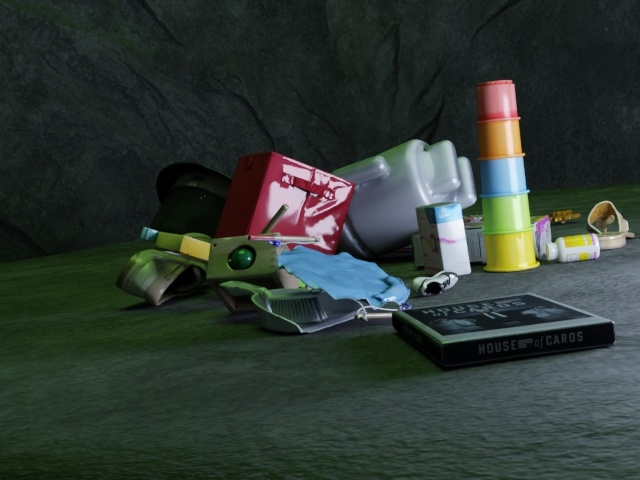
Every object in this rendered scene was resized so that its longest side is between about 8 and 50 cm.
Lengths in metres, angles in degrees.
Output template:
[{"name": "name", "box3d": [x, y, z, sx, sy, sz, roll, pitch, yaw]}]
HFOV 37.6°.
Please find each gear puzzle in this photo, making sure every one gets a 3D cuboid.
[{"name": "gear puzzle", "box3d": [0.468, -0.051, 2.322, 0.338, 0.044, 0.175, -6, 5, 14]}]

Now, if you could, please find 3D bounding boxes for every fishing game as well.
[{"name": "fishing game", "box3d": [0.027, 0.054, 1.272, 0.189, 0.041, 0.264, 0, 23, -44]}]

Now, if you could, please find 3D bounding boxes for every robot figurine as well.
[{"name": "robot figurine", "box3d": [0.145, -0.080, 1.961, 0.353, 0.200, 0.300, -22, -40, 26]}]

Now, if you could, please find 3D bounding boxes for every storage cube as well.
[{"name": "storage cube", "box3d": [-0.074, -0.045, 1.784, 0.183, 0.193, 0.215, 19, -5, -23]}]

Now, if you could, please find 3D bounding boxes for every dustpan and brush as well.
[{"name": "dustpan and brush", "box3d": [-0.061, 0.085, 1.309, 0.211, 0.060, 0.147, -3, 6, 38]}]

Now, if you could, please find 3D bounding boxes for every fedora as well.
[{"name": "fedora", "box3d": [-0.250, -0.014, 2.037, 0.334, 0.334, 0.152, -2, 42, 46]}]

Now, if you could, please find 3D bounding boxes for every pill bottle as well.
[{"name": "pill bottle", "box3d": [0.424, 0.014, 1.583, 0.083, 0.044, 0.043, -6, 5, 3]}]

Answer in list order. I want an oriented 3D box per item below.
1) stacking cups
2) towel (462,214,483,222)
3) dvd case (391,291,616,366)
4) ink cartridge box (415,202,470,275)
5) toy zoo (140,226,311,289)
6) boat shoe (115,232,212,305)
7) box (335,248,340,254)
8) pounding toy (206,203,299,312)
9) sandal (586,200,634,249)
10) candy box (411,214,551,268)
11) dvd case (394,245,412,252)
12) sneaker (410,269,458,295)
[{"name": "stacking cups", "box3d": [0.304, -0.108, 1.576, 0.095, 0.317, 0.096, -7, 7, 1]}, {"name": "towel", "box3d": [0.384, -0.050, 2.579, 0.196, 0.029, 0.144, -4, 5, 4]}, {"name": "dvd case", "box3d": [0.189, 0.094, 1.034, 0.179, 0.030, 0.238, -7, 5, -7]}, {"name": "ink cartridge box", "box3d": [0.210, -0.001, 1.609, 0.052, 0.123, 0.088, -12, 5, -15]}, {"name": "toy zoo", "box3d": [-0.172, 0.031, 1.633, 0.293, 0.030, 0.192, 17, -6, -23]}, {"name": "boat shoe", "box3d": [-0.262, 0.061, 1.762, 0.098, 0.109, 0.302, 34, 17, 13]}, {"name": "box", "box3d": [0.000, 0.000, 2.298, 0.232, 0.059, 0.183, -2, 5, 40]}, {"name": "pounding toy", "box3d": [-0.094, 0.029, 1.415, 0.130, 0.100, 0.141, -6, -33, 15]}, {"name": "sandal", "box3d": [0.550, -0.036, 1.792, 0.088, 0.079, 0.240, -5, 5, 19]}, {"name": "candy box", "box3d": [0.302, 0.002, 1.751, 0.233, 0.071, 0.159, -5, 4, 21]}, {"name": "dvd case", "box3d": [0.209, 0.015, 2.085, 0.119, 0.013, 0.087, -5, 5, 36]}, {"name": "sneaker", "box3d": [0.178, 0.068, 1.407, 0.083, 0.032, 0.037, -15, 21, -26]}]
